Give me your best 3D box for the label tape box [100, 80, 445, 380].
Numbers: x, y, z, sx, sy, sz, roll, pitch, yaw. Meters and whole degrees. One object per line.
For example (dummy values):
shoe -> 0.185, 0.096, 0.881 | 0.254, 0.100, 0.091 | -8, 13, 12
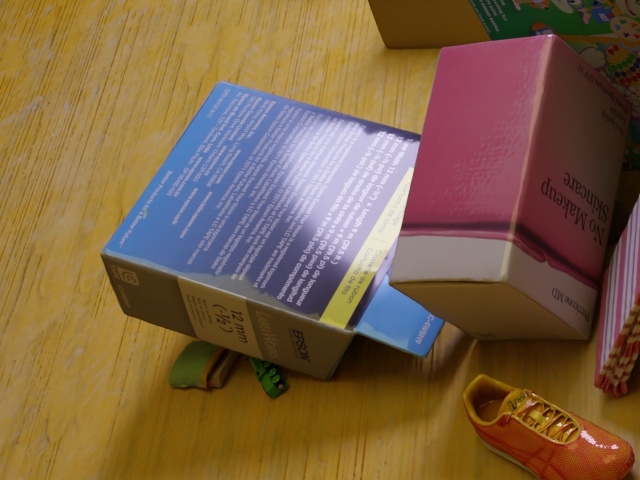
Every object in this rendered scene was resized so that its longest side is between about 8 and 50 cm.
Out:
label tape box -> 0.000, 0.000, 1.691 | 0.347, 0.115, 0.249 | 18, 56, 21

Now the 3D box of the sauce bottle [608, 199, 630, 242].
sauce bottle -> 0.239, -0.038, 1.613 | 0.042, 0.042, 0.128 | -38, 34, -4

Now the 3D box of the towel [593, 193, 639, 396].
towel -> 0.267, 0.017, 1.412 | 0.029, 0.197, 0.144 | 15, 45, -1

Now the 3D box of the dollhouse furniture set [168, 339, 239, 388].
dollhouse furniture set -> -0.107, 0.078, 1.761 | 0.076, 0.058, 0.152 | -1, 46, 41

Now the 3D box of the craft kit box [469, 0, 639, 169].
craft kit box -> 0.283, -0.170, 1.551 | 0.246, 0.250, 0.061 | -6, 42, 39

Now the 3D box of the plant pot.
plant pot -> 0.157, -0.357, 1.956 | 0.212, 0.187, 0.212 | 6, 51, 45

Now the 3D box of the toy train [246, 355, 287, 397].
toy train -> -0.054, 0.126, 1.693 | 0.024, 0.017, 0.083 | -44, 32, 6

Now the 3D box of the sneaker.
sneaker -> 0.178, 0.156, 1.400 | 0.175, 0.067, 0.064 | 15, 56, 48

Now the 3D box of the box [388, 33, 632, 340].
box -> 0.170, -0.043, 1.519 | 0.127, 0.148, 0.232 | -2, 67, 40
